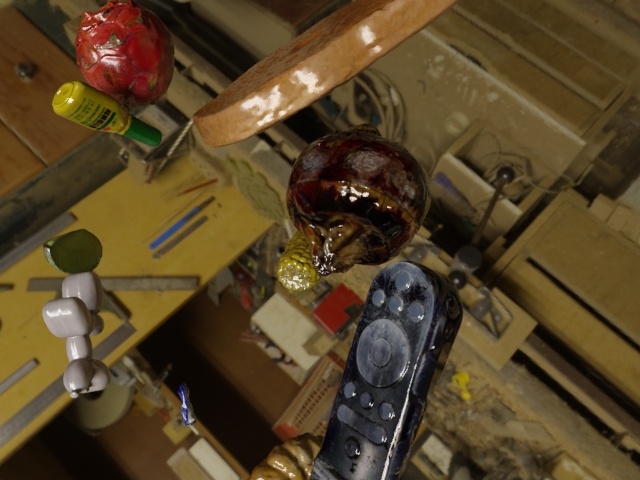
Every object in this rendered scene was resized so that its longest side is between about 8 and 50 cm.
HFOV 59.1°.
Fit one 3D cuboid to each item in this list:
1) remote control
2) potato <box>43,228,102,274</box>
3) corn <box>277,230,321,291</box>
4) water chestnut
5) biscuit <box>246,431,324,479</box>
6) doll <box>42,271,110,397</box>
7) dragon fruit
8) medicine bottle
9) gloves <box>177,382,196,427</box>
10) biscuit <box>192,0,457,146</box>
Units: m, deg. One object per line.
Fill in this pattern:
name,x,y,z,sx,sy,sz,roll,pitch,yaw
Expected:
remote control,0.056,0.150,0.492,0.066,0.266,0.090,18,180,-36
potato,-0.642,0.029,1.446,0.054,0.198,0.119,6,99,15
corn,0.000,0.000,1.283,0.120,0.363,0.120,7,114,17
water chestnut,0.056,-0.052,0.853,0.223,0.238,0.224,17,153,9
biscuit,-0.057,0.641,1.392,0.107,0.326,0.326,21,145,46
doll,-0.338,0.141,0.797,0.161,0.059,0.160,-115,17,-69
dragon fruit,-0.467,-0.446,1.356,0.241,0.241,0.252,18,111,50
medicine bottle,-0.469,-0.277,1.277,0.260,0.095,0.064,21,-143,-57
gloves,-0.273,0.332,1.141,0.064,0.026,0.086,133,121,-68
biscuit,0.013,-0.263,0.783,0.078,0.455,0.350,57,-166,-19
